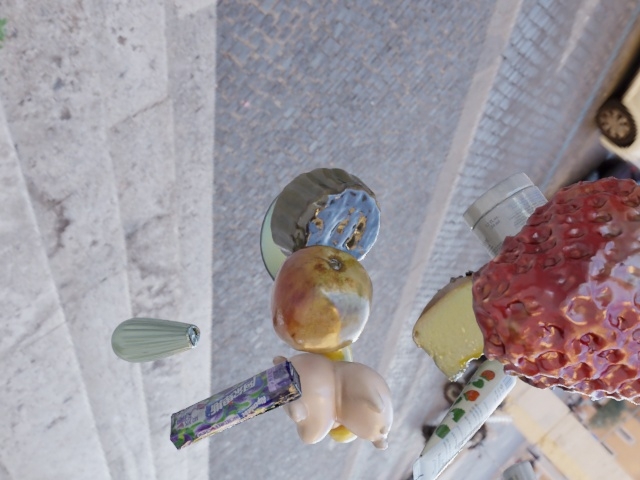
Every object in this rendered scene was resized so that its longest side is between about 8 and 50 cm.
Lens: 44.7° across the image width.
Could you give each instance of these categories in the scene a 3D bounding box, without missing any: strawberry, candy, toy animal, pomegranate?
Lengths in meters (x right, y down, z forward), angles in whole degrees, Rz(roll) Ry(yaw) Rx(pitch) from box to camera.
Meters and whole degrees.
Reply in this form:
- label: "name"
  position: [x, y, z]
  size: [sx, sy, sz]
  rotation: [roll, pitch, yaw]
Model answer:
- label: "strawberry"
  position: [0.335, 0.051, 0.861]
  size: [0.336, 0.265, 0.149]
  rotation: [-13, 171, -23]
- label: "candy"
  position: [-0.192, 0.367, 1.736]
  size: [0.312, 0.088, 0.061]
  rotation: [-25, 115, 4]
- label: "toy animal"
  position: [0.011, 0.417, 1.953]
  size: [0.247, 0.345, 0.277]
  rotation: [-10, 120, -29]
- label: "pomegranate"
  position: [-0.005, 0.146, 1.808]
  size: [0.229, 0.252, 0.270]
  rotation: [13, 135, -14]

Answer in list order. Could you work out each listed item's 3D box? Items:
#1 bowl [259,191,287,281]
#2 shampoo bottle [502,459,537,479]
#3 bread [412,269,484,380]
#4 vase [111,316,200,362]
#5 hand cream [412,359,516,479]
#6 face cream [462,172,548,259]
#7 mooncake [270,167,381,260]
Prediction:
- label: "bowl"
  position: [0.000, 0.000, 2.441]
  size: [0.354, 0.354, 0.185]
  rotation: [-51, 146, 18]
- label: "shampoo bottle"
  position: [0.423, 0.549, 1.511]
  size: [0.056, 0.227, 0.086]
  rotation: [-10, 149, -15]
- label: "bread"
  position: [0.254, 0.123, 1.289]
  size: [0.160, 0.140, 0.169]
  rotation: [-39, -177, 26]
- label: "vase"
  position: [-0.454, 0.273, 2.169]
  size: [0.248, 0.128, 0.128]
  rotation: [-7, 168, 22]
- label: "hand cream"
  position: [0.220, 0.272, 1.191]
  size: [0.276, 0.059, 0.095]
  rotation: [-41, 141, -33]
- label: "face cream"
  position: [0.432, -0.041, 1.747]
  size: [0.177, 0.153, 0.177]
  rotation: [-29, 162, -10]
- label: "mooncake"
  position: [0.025, -0.045, 2.079]
  size: [0.290, 0.161, 0.290]
  rotation: [-15, 122, -26]
